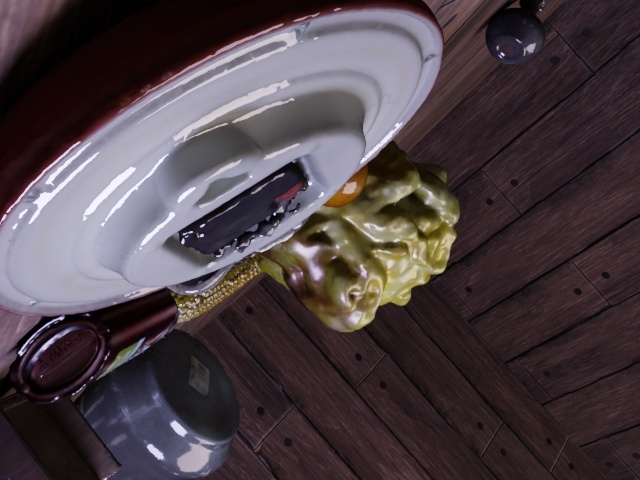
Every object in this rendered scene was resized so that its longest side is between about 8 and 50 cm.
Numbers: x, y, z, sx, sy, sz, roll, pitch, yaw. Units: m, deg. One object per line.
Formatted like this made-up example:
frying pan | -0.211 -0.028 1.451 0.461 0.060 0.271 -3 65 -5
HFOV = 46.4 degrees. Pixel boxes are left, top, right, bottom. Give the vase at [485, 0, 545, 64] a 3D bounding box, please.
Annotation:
vase | 0.415 -0.445 1.545 0.183 0.120 0.120 -57 -173 -33

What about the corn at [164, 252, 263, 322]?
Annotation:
corn | -0.149 0.036 1.275 0.320 0.097 0.097 -38 176 -33

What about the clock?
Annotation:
clock | -0.059 -0.040 0.468 0.318 0.080 0.318 -29 169 -6

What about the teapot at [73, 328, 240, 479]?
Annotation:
teapot | -0.370 0.341 1.468 0.361 0.305 0.376 -33 -150 17

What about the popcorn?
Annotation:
popcorn | 0.054 -0.030 1.173 0.312 0.312 0.312 -42 178 -2

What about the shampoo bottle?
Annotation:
shampoo bottle | -0.257 0.115 0.937 0.129 0.084 0.323 -39 179 5

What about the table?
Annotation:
table | -0.388 0.289 0.903 0.193 0.172 0.169 -38 179 3

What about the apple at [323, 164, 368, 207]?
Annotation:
apple | 0.012 -0.099 1.000 0.099 0.114 0.102 -40 165 -27

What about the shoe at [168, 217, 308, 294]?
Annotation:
shoe | -0.113 -0.013 0.940 0.227 0.099 0.112 -37 -177 -24
